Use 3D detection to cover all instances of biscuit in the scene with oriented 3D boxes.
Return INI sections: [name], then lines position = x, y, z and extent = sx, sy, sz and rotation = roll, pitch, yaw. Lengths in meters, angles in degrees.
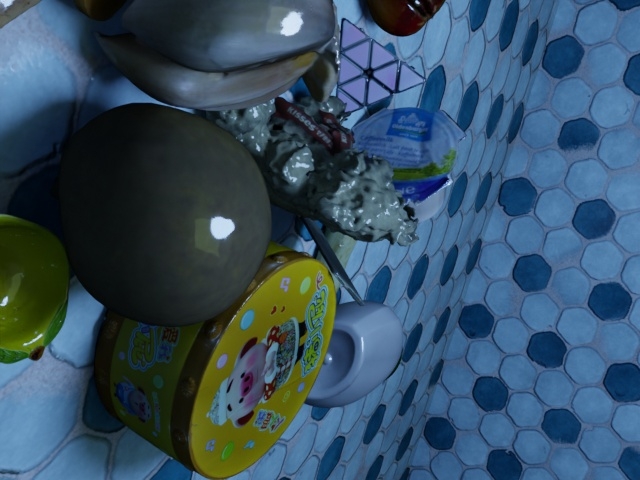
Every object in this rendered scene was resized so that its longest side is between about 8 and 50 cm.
[biscuit]
position = -0.246, -0.315, 0.699
extent = 0.118, 0.023, 0.140
rotation = -56, -174, -8

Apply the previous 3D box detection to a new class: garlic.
[garlic]
position = -0.109, -0.247, 0.764
extent = 0.325, 0.279, 0.132
rotation = -11, 79, -25

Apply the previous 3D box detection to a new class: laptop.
[laptop]
position = 0.000, 0.000, 1.208
extent = 0.015, 0.269, 0.187
rotation = -32, 149, 4

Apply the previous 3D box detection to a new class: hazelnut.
[hazelnut]
position = 0.183, -0.530, 1.237
extent = 0.204, 0.178, 0.178
rotation = -45, 157, 16

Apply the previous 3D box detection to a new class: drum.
[drum]
position = -0.165, 0.187, 1.065
extent = 0.431, 0.214, 0.431
rotation = -40, 141, -43

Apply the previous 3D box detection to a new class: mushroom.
[mushroom]
position = 0.041, 0.018, 1.452
extent = 0.100, 0.081, 0.312
rotation = 7, 105, -54

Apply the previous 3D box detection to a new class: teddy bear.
[teddy bear]
position = 0.018, -0.122, 1.018
extent = 0.357, 0.367, 0.224
rotation = -4, 118, -58

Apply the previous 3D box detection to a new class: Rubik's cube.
[Rubik's cube]
position = 0.069, -0.355, 1.283
extent = 0.190, 0.211, 0.178
rotation = 32, 102, -30

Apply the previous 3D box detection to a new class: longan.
[longan]
position = -0.199, -0.032, 0.779
extent = 0.297, 0.297, 0.297
rotation = -40, 141, -42

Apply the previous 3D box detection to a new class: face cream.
[face cream]
position = 0.069, 0.283, 1.501
extent = 0.312, 0.219, 0.357
rotation = -43, 162, 11

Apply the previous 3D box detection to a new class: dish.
[dish]
position = -0.386, 0.052, 0.725
extent = 0.149, 0.080, 0.207
rotation = -37, 138, -50

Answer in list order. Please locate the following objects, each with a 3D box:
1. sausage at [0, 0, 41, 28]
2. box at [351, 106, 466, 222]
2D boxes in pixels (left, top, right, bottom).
[sausage]
position = -0.333, -0.262, 0.618
extent = 0.301, 0.066, 0.066
rotation = -51, 148, -26
[box]
position = 0.205, -0.137, 1.408
extent = 0.206, 0.262, 0.291
rotation = 62, 35, -61
